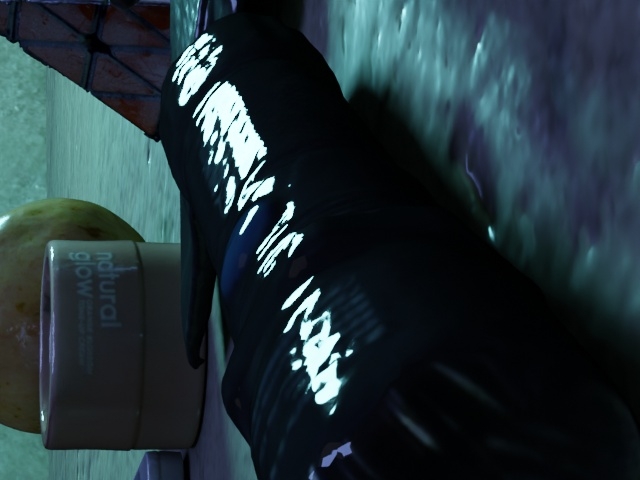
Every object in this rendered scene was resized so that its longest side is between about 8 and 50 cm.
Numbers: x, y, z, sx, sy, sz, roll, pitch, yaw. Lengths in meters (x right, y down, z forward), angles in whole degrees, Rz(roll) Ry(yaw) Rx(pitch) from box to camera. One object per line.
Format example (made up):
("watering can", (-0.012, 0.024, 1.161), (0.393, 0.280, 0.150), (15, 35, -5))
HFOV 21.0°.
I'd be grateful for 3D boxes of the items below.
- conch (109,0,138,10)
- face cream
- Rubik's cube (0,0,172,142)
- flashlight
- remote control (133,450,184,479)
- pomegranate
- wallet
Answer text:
("conch", (-0.108, -0.203, 0.681), (0.186, 0.313, 0.240), (33, 131, 51))
("face cream", (-0.143, 0.074, 1.222), (0.149, 0.104, 0.149), (-179, 90, -77))
("Rubik's cube", (-0.122, -0.212, 1.310), (0.190, 0.211, 0.178), (-8, 57, 46))
("flashlight", (0.000, 0.000, 0.607), (0.424, 0.103, 0.103), (-119, 32, -67))
("remote control", (-0.134, 0.239, 1.332), (0.250, 0.034, 0.103), (120, 149, -66))
("pomegranate", (-0.214, 0.061, 1.372), (0.191, 0.191, 0.191), (-179, 90, -78))
("wallet", (-0.071, -0.109, 1.045), (0.323, 0.041, 0.247), (98, 171, -52))
